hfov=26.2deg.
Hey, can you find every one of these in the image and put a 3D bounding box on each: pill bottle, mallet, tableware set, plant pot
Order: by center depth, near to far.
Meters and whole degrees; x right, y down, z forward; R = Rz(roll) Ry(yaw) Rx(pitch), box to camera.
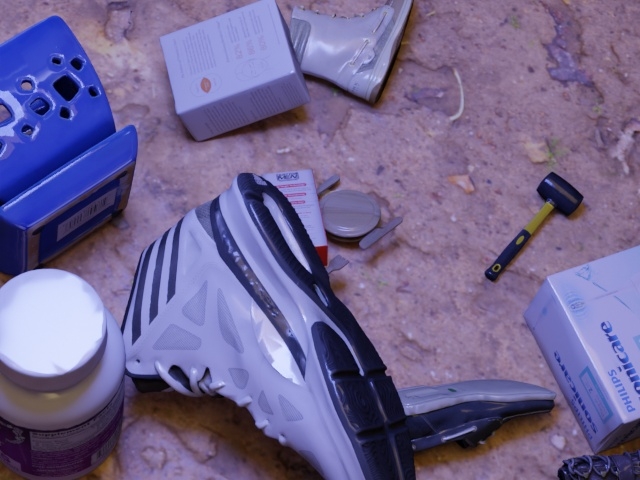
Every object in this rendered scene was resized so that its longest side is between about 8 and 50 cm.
[{"bbox_3d":[-0.305,0.152,1.551,0.169,0.301,0.169,4,61,-7],"label":"pill bottle"},{"bbox_3d":[-0.363,-0.103,1.726,0.236,0.236,0.212,-36,80,-23],"label":"plant pot"},{"bbox_3d":[0.000,0.000,1.830,0.128,0.039,0.194,36,56,28],"label":"tableware set"},{"bbox_3d":[0.295,-0.010,1.889,0.062,0.039,0.189,33,67,6],"label":"mallet"}]

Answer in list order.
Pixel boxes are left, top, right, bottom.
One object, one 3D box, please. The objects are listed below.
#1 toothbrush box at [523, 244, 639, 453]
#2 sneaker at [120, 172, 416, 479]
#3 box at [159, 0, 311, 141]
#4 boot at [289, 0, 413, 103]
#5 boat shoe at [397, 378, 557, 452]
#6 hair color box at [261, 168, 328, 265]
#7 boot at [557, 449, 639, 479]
[{"bbox_3d":[0.449,0.119,1.790,0.296,0.126,0.216,-17,66,-16],"label":"toothbrush box"},{"bbox_3d":[-0.076,0.169,1.636,0.257,0.169,0.447,-32,75,19],"label":"sneaker"},{"bbox_3d":[-0.117,-0.233,1.876,0.171,0.091,0.130,-18,65,7],"label":"box"},{"bbox_3d":[0.039,-0.311,1.984,0.165,0.077,0.213,19,64,3],"label":"boot"},{"bbox_3d":[0.189,0.221,1.735,0.233,0.084,0.079,-6,101,-19],"label":"boat shoe"},{"bbox_3d":[-0.035,-0.028,1.797,0.072,0.043,0.141,-6,48,-6],"label":"hair color box"},{"bbox_3d":[0.397,0.269,1.650,0.229,0.263,0.091,-2,23,-15],"label":"boot"}]
